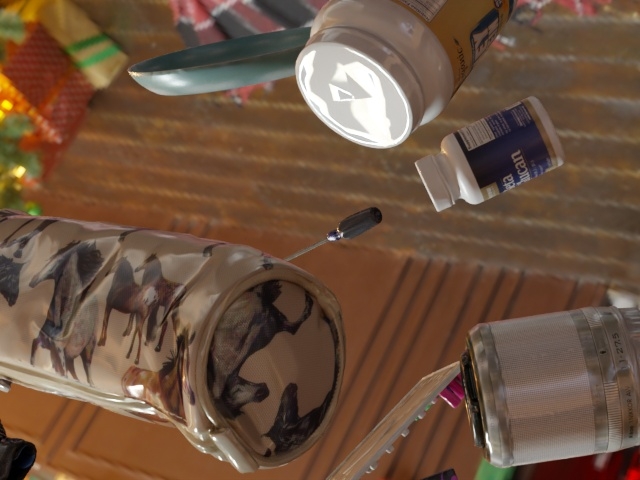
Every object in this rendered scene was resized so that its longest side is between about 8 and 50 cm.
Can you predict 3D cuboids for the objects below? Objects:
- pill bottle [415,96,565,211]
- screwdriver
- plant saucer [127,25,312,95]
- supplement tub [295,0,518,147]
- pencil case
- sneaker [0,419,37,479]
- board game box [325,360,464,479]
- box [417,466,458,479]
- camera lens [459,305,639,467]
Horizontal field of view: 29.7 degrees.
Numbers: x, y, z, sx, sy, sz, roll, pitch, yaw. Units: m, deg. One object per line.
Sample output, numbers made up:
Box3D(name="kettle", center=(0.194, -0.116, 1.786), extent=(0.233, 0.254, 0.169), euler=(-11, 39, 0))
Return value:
Box3D(name="pill bottle", center=(0.207, -0.102, 1.492), extent=(0.169, 0.094, 0.094), euler=(-25, 137, 5))
Box3D(name="screwdriver", center=(0.000, 0.000, 1.290), extent=(0.170, 0.025, 0.024), euler=(-23, 126, 41))
Box3D(name="plant saucer", center=(-0.109, -0.250, 1.683), extent=(0.317, 0.317, 0.043), euler=(3, 109, 41))
Box3D(name="supplement tub", center=(0.080, -0.196, 1.117), extent=(0.144, 0.199, 0.144), euler=(27, 149, 18))
Box3D(name="pencil case", center=(-0.169, 0.078, 1.022), extent=(0.410, 0.183, 0.160), euler=(9, 150, 40))
Box3D(name="sneaker", center=(-0.472, 0.296, 1.784), extent=(0.121, 0.217, 0.079), euler=(-13, 133, 10))
Box3D(name="board game box", center=(0.103, 0.384, 2.154), extent=(0.050, 0.390, 0.390), euler=(44, 168, 4))
Box3D(name="box", center=(0.148, 0.386, 1.546), extent=(0.029, 0.116, 0.162), euler=(123, 129, -64))
Box3D(name="camera lens", center=(0.355, 0.218, 1.814), extent=(0.274, 0.219, 0.219), euler=(-9, 147, 2))
